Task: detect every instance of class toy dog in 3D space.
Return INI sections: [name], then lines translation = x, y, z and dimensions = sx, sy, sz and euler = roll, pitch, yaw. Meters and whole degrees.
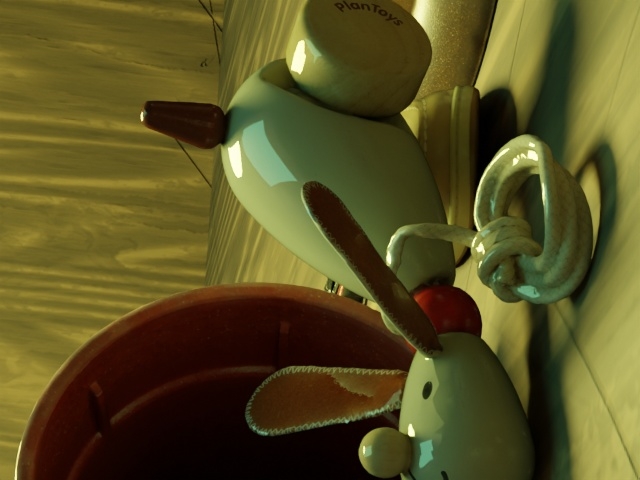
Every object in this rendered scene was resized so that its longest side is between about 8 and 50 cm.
[toy dog]
translation = 0.000, 0.000, 1.087
dimensions = 0.333, 0.161, 0.220
euler = -126, 39, -56

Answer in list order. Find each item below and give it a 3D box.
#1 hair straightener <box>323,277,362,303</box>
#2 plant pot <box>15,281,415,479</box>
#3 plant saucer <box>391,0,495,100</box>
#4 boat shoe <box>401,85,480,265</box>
[hair straightener]
translation = 0.005, 0.068, 1.664
dimensions = 0.089, 0.047, 0.230
euler = -101, 19, -65
[plant pot]
translation = -0.042, 0.212, 1.208
dimensions = 0.265, 0.272, 0.272
euler = 94, 177, -51
[plant saucer]
translation = 0.079, -0.225, 1.378
dimensions = 0.310, 0.050, 0.310
euler = -174, 90, -81
[boat shoe]
translation = 0.040, -0.035, 1.309
dimensions = 0.302, 0.098, 0.109
euler = 135, 140, -78
